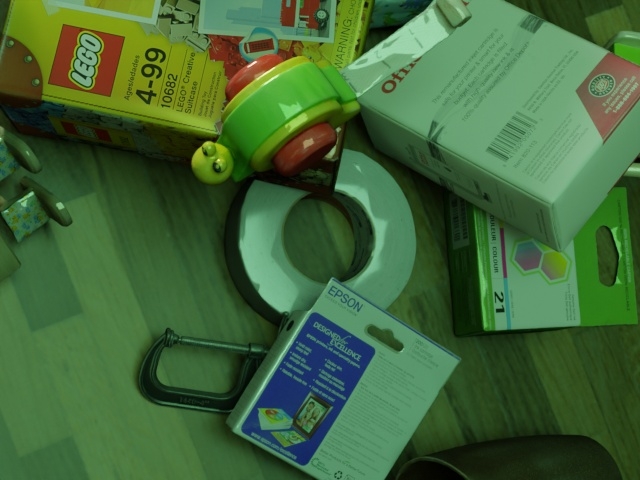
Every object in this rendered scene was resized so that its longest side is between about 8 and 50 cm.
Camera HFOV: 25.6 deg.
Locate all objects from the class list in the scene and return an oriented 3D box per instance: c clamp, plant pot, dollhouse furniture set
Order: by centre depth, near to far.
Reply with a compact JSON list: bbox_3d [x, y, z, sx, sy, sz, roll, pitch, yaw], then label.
[{"bbox_3d":[-0.386,-0.035,1.448,0.212,0.161,0.242,-39,127,-18],"label":"dollhouse furniture set"},{"bbox_3d":[-0.125,0.135,1.605,0.160,0.022,0.137,4,113,-14],"label":"c clamp"},{"bbox_3d":[0.238,0.316,1.639,0.230,0.215,0.215,-17,88,-33],"label":"plant pot"}]

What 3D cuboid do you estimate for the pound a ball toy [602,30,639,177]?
[{"bbox_3d":[0.452,-0.126,1.775,0.319,0.136,0.208,9,62,-14],"label":"pound a ball toy"}]

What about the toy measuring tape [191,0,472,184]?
[{"bbox_3d":[0.013,-0.157,1.377,0.330,0.121,0.121,-34,94,-8],"label":"toy measuring tape"}]

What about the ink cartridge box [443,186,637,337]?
[{"bbox_3d":[0.292,0.016,1.737,0.255,0.097,0.189,-2,83,-17],"label":"ink cartridge box"}]

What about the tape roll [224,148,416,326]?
[{"bbox_3d":[0.000,0.000,1.661,0.219,0.072,0.219,2,82,-18],"label":"tape roll"}]

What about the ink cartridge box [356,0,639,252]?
[{"bbox_3d":[0.216,-0.149,1.630,0.283,0.117,0.207,32,73,29],"label":"ink cartridge box"}]

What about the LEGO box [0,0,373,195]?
[{"bbox_3d":[-0.113,-0.338,1.561,0.372,0.193,0.500,12,79,0],"label":"LEGO box"}]

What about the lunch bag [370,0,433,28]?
[{"bbox_3d":[0.075,-0.344,1.723,0.128,0.096,0.151,-7,69,-15],"label":"lunch bag"}]

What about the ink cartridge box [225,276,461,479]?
[{"bbox_3d":[0.028,0.172,1.614,0.206,0.045,0.208,34,89,-25],"label":"ink cartridge box"}]
